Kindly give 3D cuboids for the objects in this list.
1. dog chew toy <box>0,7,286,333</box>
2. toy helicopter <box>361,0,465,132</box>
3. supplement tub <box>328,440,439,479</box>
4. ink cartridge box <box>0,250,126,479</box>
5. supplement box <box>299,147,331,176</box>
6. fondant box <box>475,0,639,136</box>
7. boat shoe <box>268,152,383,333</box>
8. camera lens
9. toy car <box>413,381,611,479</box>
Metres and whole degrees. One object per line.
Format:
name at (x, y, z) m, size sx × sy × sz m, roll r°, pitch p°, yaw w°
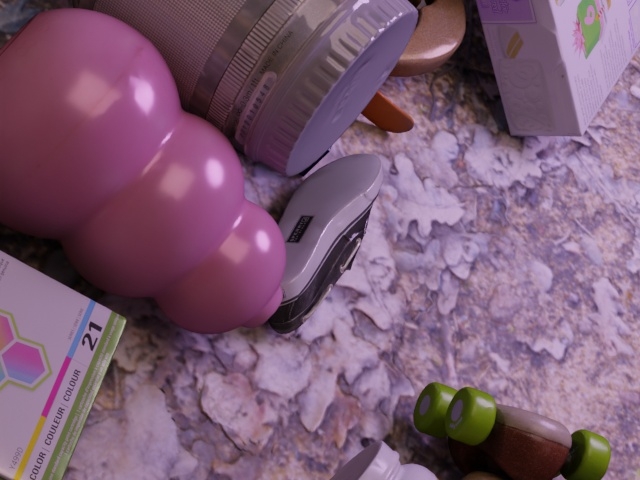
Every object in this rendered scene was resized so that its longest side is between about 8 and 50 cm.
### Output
dog chew toy at (-0.164, -0.046, 1.459) m, size 0.332 × 0.207 × 0.206 m, roll 44°, pitch 47°, yaw -15°
toy helicopter at (-0.012, -0.239, 1.743) m, size 0.355 × 0.140 × 0.235 m, roll 2°, pitch 71°, yaw -21°
supplement tub at (0.081, 0.287, 1.444) m, size 0.199 × 0.144 × 0.144 m, roll 45°, pitch 48°, yaw -2°
ink cartridge box at (-0.312, 0.093, 1.332) m, size 0.255 × 0.097 × 0.188 m, roll 31°, pitch 50°, yaw -16°
supplement box at (-0.028, -0.127, 1.683) m, size 0.083 × 0.056 × 0.083 m, roll 30°, pitch 51°, yaw -15°
fondant box at (0.294, -0.306, 1.903) m, size 0.330 × 0.096 × 0.238 m, roll -53°, pitch 135°, yaw -43°
boat shoe at (0.000, 0.000, 1.620) m, size 0.219 × 0.078 × 0.070 m, roll -53°, pitch 138°, yaw -37°
camera lens at (-0.076, -0.219, 1.543) m, size 0.274 × 0.219 × 0.219 m, roll 39°, pitch 47°, yaw 8°
toy car at (0.158, 0.247, 1.560) m, size 0.155 × 0.149 × 0.188 m, roll 21°, pitch 81°, yaw -17°
